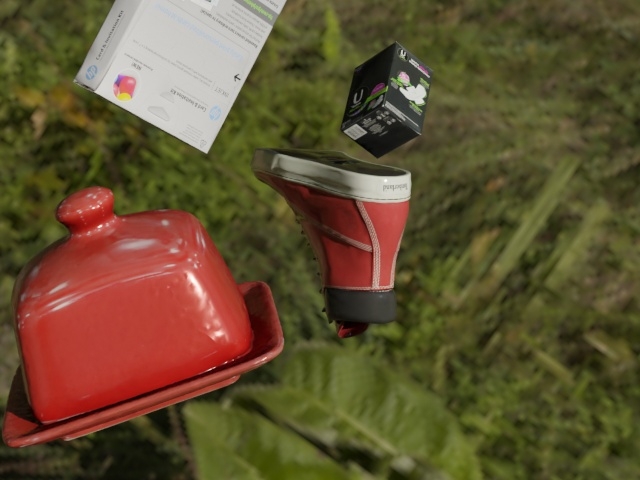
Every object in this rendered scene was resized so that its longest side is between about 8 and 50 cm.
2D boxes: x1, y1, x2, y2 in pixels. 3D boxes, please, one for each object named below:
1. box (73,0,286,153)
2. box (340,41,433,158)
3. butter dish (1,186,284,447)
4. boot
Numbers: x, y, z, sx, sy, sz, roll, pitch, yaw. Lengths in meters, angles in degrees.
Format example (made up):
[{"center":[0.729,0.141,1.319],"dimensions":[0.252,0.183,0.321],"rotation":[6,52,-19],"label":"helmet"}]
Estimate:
[{"center":[-0.112,-0.186,1.433],"dimensions":[0.038,0.186,0.145],"rotation":[25,-2,43],"label":"box"},{"center":[0.063,-0.132,1.558],"dimensions":[0.052,0.062,0.083],"rotation":[36,48,-27],"label":"box"},{"center":[-0.113,0.027,0.923],"dimensions":[0.160,0.160,0.118],"rotation":[-115,-174,-76],"label":"butter dish"},{"center":[0.000,0.000,1.663],"dimensions":[0.088,0.176,0.244],"rotation":[-4,15,-31],"label":"boot"}]
